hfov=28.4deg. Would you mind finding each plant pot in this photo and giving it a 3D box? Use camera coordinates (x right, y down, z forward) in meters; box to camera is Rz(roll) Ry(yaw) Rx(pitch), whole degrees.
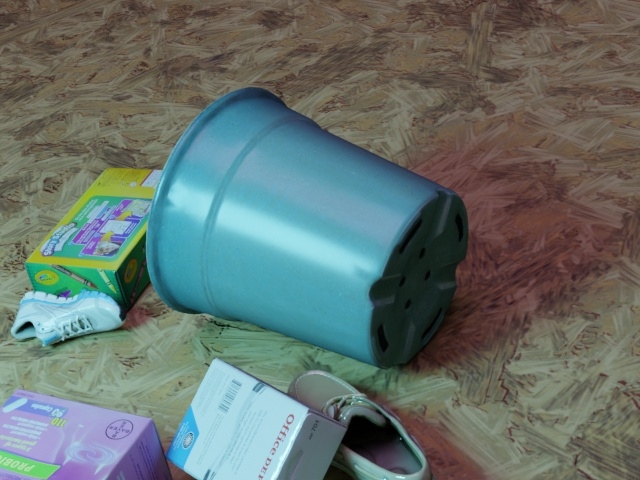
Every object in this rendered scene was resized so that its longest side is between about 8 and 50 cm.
[{"bbox_3d":[0.000,0.000,1.730,0.334,0.341,0.341,22,46,27],"label":"plant pot"}]

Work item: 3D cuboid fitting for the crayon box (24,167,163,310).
[{"bbox_3d":[-0.326,-0.009,2.024,0.165,0.081,0.278,4,38,23],"label":"crayon box"}]

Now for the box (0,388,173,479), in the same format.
[{"bbox_3d":[-0.339,0.315,1.532,0.214,0.117,0.243,8,40,27],"label":"box"}]

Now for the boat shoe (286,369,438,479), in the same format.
[{"bbox_3d":[0.048,0.232,1.552,0.109,0.098,0.302,-25,36,-18],"label":"boat shoe"}]

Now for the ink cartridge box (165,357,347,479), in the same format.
[{"bbox_3d":[-0.080,0.243,1.523,0.191,0.082,0.139,22,83,45],"label":"ink cartridge box"}]

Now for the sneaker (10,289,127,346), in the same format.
[{"bbox_3d":[-0.374,0.124,1.871,0.191,0.071,0.083,-4,41,26],"label":"sneaker"}]
